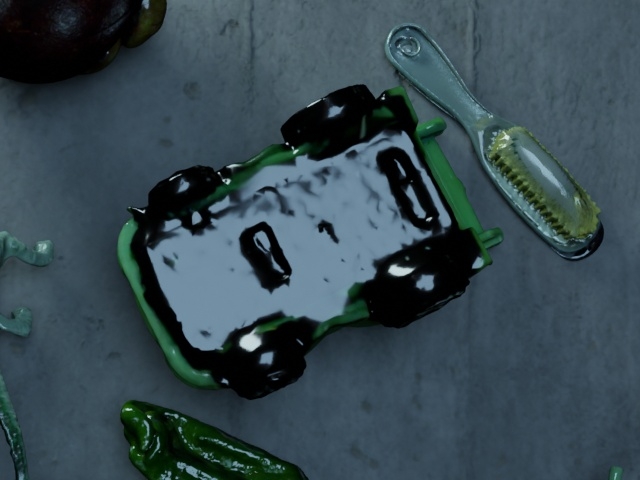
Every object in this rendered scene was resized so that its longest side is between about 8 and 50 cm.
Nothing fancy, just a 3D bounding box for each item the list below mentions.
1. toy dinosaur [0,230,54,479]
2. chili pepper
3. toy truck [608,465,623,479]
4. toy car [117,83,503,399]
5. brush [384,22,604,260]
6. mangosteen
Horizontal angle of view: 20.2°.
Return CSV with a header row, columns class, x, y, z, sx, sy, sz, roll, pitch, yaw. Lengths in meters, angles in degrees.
class,x,y,z,sx,sy,sz,roll,pitch,yaw
toy dinosaur,-0.278,0.062,1.599,0.129,0.076,0.383,-12,67,-45
chili pepper,-0.072,0.224,1.611,0.257,0.100,0.074,29,115,1
toy truck,0.337,0.283,1.669,0.260,0.128,0.135,9,62,-9
toy car,0.000,0.000,1.638,0.359,0.176,0.213,-27,84,-12
brush,0.174,-0.102,1.749,0.068,0.060,0.297,-43,89,-15
mangosteen,-0.246,-0.235,1.628,0.210,0.210,0.209,3,77,-11
